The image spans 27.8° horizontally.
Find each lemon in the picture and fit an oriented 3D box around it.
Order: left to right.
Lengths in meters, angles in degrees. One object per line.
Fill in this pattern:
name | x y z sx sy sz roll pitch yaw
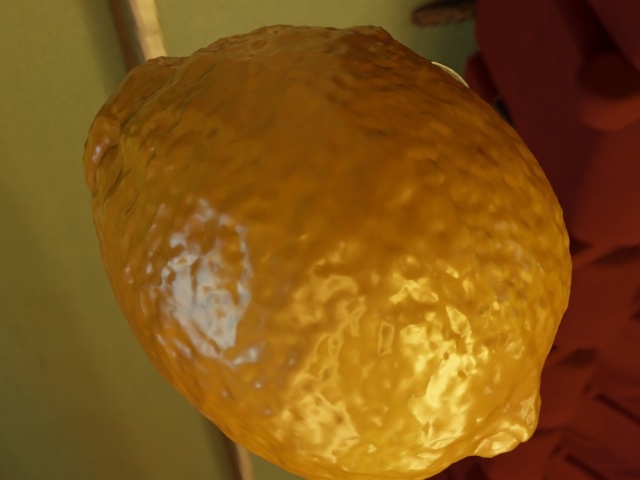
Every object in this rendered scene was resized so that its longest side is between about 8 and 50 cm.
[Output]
lemon | 0.000 0.000 0.433 0.142 0.187 0.142 -48 163 -20

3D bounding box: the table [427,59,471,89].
table | 0.066 -0.123 1.394 0.126 0.126 0.220 -11 -173 -21
